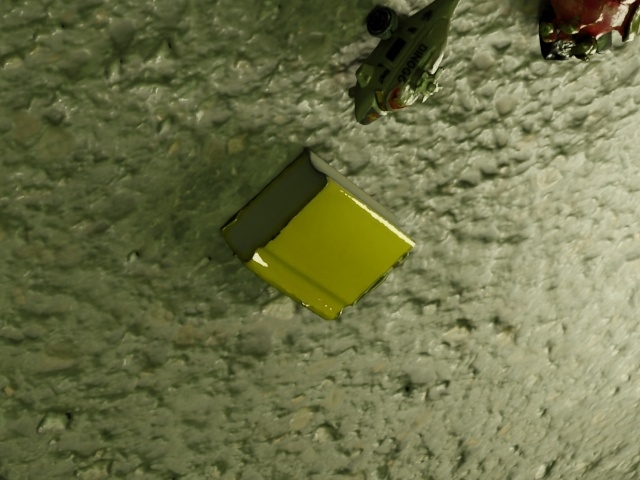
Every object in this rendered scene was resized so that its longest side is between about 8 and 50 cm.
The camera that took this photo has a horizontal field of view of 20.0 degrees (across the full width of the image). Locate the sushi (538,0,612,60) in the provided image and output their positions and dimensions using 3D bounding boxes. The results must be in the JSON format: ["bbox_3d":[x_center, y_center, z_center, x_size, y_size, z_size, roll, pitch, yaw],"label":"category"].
[{"bbox_3d":[0.308,-0.265,2.202,0.083,0.056,0.085,-16,140,-11],"label":"sushi"}]

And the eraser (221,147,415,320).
[{"bbox_3d":[0.000,0.000,2.241,0.158,0.069,0.226,-45,140,9],"label":"eraser"}]

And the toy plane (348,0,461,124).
[{"bbox_3d":[0.130,-0.247,2.061,0.092,0.108,0.286,29,98,-47],"label":"toy plane"}]

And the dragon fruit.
[{"bbox_3d":[0.317,-0.300,2.074,0.160,0.166,0.172,-8,128,-2],"label":"dragon fruit"}]
